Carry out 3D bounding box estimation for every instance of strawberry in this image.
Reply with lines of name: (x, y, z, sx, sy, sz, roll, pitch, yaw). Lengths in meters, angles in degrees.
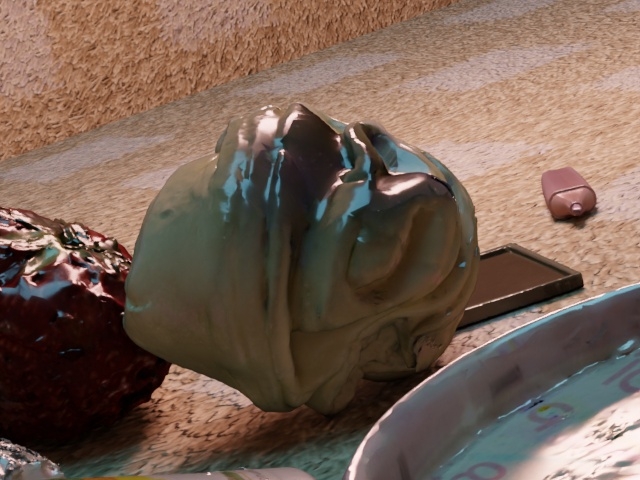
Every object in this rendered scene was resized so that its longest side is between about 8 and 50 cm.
strawberry: (-0.267, 0.084, 1.598, 0.274, 0.220, 0.274, 24, 10, -4)

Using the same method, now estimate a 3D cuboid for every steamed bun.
steamed bun: (0.000, 0.000, 1.475, 0.320, 0.275, 0.206, -41, -14, -41)

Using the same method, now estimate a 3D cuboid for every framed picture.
framed picture: (0.104, 0.055, 1.695, 0.260, 0.023, 0.189, -18, 14, -13)

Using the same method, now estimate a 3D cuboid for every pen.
pen: (0.274, -0.051, 1.936, 0.053, 0.032, 0.197, -12, 11, 5)

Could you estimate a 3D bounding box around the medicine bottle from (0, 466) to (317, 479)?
medicine bottle: (-0.142, 0.194, 1.038, 0.296, 0.111, 0.161, -1, 5, -20)

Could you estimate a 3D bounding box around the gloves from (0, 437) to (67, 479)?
gloves: (-0.276, 0.196, 1.418, 0.114, 0.070, 0.153, -26, 16, -39)

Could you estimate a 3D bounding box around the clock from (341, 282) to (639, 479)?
clock: (0.208, 0.150, 0.730, 0.377, 0.250, 0.368, -27, 17, -22)
